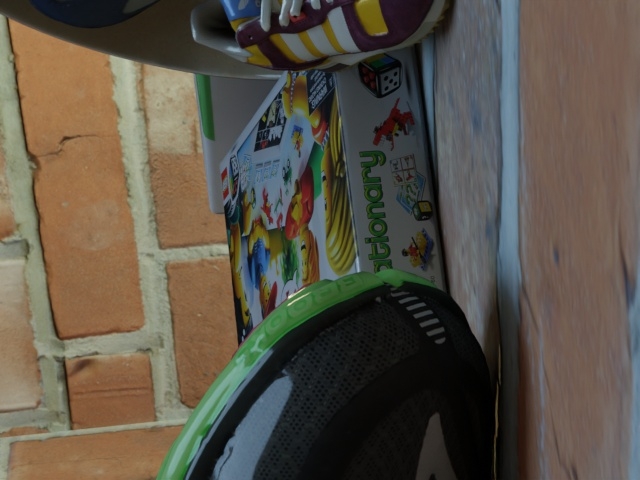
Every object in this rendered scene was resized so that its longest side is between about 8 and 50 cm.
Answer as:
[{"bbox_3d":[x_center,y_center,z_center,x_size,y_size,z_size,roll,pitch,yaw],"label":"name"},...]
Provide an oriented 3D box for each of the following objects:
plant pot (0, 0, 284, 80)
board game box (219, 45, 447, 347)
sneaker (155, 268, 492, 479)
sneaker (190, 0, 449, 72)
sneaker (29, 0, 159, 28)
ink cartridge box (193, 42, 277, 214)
[{"bbox_3d":[-0.077,-0.268,1.106,0.256,0.256,0.274,107,174,-80],"label":"plant pot"},{"bbox_3d":[0.000,0.000,1.103,0.305,0.053,0.193,134,130,-69],"label":"board game box"},{"bbox_3d":[0.036,0.244,0.826,0.202,0.185,0.483,22,117,49],"label":"sneaker"},{"bbox_3d":[-0.003,-0.122,0.889,0.185,0.084,0.070,152,115,-64],"label":"sneaker"},{"bbox_3d":[-0.050,-0.170,0.825,0.319,0.112,0.131,-44,53,46],"label":"sneaker"},{"bbox_3d":[-0.045,-0.199,1.378,0.211,0.121,0.289,89,174,-56],"label":"ink cartridge box"}]
